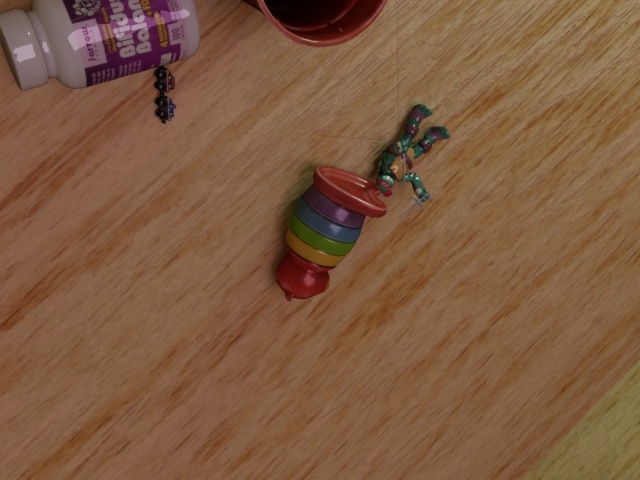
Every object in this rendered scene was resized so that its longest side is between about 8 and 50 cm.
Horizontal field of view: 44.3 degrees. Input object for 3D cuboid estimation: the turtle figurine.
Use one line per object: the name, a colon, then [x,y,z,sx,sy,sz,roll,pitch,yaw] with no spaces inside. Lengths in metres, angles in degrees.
turtle figurine: [0.189,-0.177,1.748,0.234,0.118,0.175,-58,143,-14]

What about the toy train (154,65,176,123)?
toy train: [-0.289,-0.296,1.466,0.036,0.027,0.158,-15,119,-36]

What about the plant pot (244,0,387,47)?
plant pot: [-0.051,-0.496,1.361,0.273,0.265,0.272,-13,119,-26]

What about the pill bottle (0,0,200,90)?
pill bottle: [-0.368,-0.349,1.303,0.302,0.169,0.169,-22,122,-21]

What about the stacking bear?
stacking bear: [0.000,0.000,1.700,0.164,0.175,0.289,22,111,-14]
